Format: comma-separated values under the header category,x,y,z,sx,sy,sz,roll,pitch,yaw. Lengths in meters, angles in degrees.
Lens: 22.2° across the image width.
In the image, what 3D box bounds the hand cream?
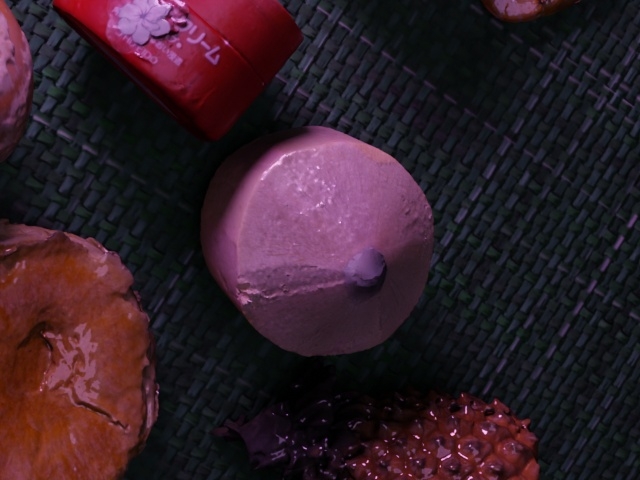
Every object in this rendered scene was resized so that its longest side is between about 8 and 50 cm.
category,x,y,z,sx,sy,sz,roll,pitch,yaw
hand cream,-0.144,-0.216,1.630,0.230,0.230,0.149,41,89,-24

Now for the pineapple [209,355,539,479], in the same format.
category,x,y,z,sx,sy,sz,roll,pitch,yaw
pineapple,0.058,0.243,1.843,0.357,0.223,0.223,20,95,-7

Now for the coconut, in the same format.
category,x,y,z,sx,sy,sz,roll,pitch,yaw
coconut,0.000,0.000,1.723,0.239,0.244,0.239,-5,104,-19

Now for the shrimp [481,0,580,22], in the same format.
category,x,y,z,sx,sy,sz,roll,pitch,yaw
shrimp,0.254,-0.305,1.864,0.162,0.045,0.095,-19,88,-10

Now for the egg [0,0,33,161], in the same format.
category,x,y,z,sx,sy,sz,roll,pitch,yaw
egg,-0.378,-0.170,1.564,0.203,0.203,0.245,-26,104,-13

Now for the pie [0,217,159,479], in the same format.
category,x,y,z,sx,sy,sz,roll,pitch,yaw
pie,-0.307,0.143,1.697,0.339,0.083,0.339,-8,104,-37
